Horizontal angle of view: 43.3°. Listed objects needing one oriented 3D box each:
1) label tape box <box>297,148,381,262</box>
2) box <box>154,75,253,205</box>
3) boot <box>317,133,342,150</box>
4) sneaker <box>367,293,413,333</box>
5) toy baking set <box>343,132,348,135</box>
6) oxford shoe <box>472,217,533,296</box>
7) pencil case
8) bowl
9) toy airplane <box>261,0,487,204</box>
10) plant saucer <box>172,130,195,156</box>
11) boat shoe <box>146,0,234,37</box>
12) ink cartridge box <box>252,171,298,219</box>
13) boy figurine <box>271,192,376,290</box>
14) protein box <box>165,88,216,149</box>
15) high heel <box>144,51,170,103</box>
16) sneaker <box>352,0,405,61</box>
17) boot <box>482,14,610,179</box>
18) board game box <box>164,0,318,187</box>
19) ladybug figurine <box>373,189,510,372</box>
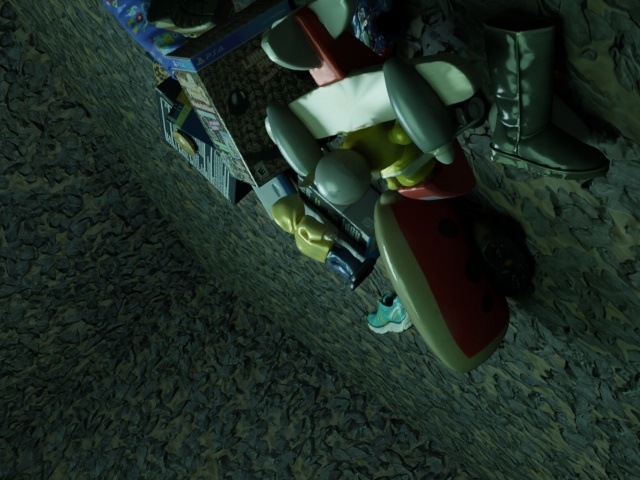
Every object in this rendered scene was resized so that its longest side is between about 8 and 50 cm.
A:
[{"bbox_3d":[0.020,-0.103,2.011,0.347,0.115,0.249,40,163,13],"label":"label tape box"},{"bbox_3d":[-0.266,-0.292,2.126,0.294,0.183,0.296,43,162,6],"label":"box"},{"bbox_3d":[0.060,-0.220,1.497,0.236,0.178,0.085,35,161,34],"label":"boot"},{"bbox_3d":[0.212,0.207,2.374,0.110,0.107,0.275,65,158,0],"label":"sneaker"},{"bbox_3d":[0.022,-0.292,1.688,0.256,0.030,0.197,46,164,-2],"label":"toy baking set"},{"bbox_3d":[0.360,0.030,1.594,0.227,0.082,0.096,57,-173,-46],"label":"oxford shoe"},{"bbox_3d":[-0.403,-0.536,1.967,0.306,0.133,0.119,47,-153,9],"label":"pencil case"},{"bbox_3d":[0.318,-0.169,1.216,0.142,0.053,0.142,45,165,2],"label":"bowl"},{"bbox_3d":[0.056,-0.191,1.237,0.384,0.272,0.386,20,163,14],"label":"toy airplane"},{"bbox_3d":[-0.348,-0.253,2.076,0.083,0.015,0.083,42,163,16],"label":"plant saucer"},{"bbox_3d":[-0.266,-0.503,1.773,0.120,0.123,0.324,19,-175,-37],"label":"boat shoe"},{"bbox_3d":[-0.114,-0.126,2.196,0.127,0.072,0.175,59,-170,5],"label":"ink cartridge box"},{"bbox_3d":[0.000,0.000,1.952,0.285,0.092,0.177,42,163,15],"label":"boy figurine"},{"bbox_3d":[-0.194,-0.295,1.773,0.199,0.201,0.136,29,-177,-29],"label":"protein box"},{"bbox_3d":[-0.419,-0.424,2.334,0.186,0.093,0.261,32,152,56],"label":"high heel"},{"bbox_3d":[0.096,-0.336,1.317,0.087,0.083,0.221,28,162,25],"label":"sneaker"},{"bbox_3d":[0.307,-0.195,1.096,0.189,0.076,0.209,15,123,27],"label":"boot"},{"bbox_3d":[-0.125,-0.295,1.609,0.141,0.232,0.291,26,148,57],"label":"board game box"},{"bbox_3d":[0.257,0.070,1.641,0.449,0.161,0.305,55,-157,-29],"label":"ladybug figurine"}]
